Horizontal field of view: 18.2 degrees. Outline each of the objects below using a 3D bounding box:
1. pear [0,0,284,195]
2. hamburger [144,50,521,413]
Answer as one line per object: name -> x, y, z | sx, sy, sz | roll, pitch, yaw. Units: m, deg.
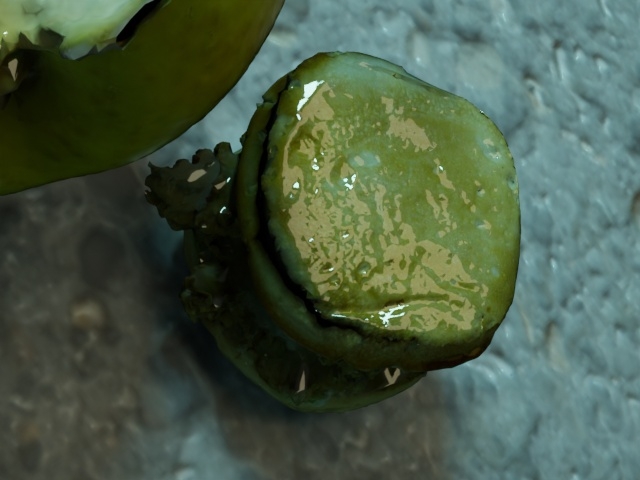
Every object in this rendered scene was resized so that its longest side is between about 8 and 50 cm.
pear -> -0.148, -0.186, 0.814 | 0.191, 0.340, 0.386 | 42, 27, -67
hamburger -> 0.000, 0.000, 0.940 | 0.185, 0.131, 0.159 | 21, 64, -23
